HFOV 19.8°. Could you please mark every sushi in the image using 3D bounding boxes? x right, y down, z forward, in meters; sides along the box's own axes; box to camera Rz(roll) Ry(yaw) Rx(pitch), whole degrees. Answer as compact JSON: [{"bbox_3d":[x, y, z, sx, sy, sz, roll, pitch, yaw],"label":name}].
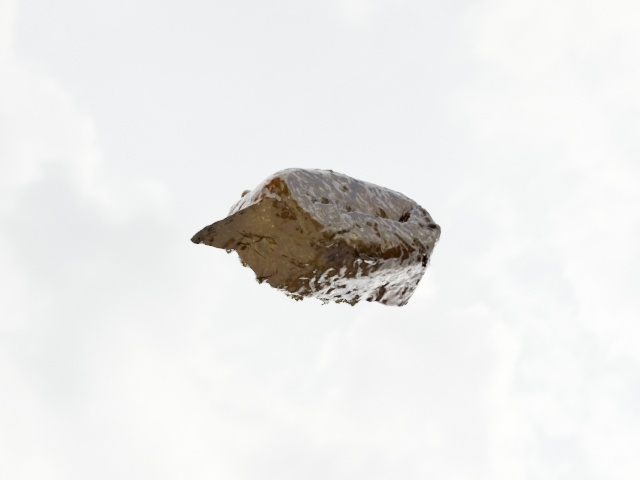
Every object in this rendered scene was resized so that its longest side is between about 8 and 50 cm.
[{"bbox_3d":[0.001,0.003,0.765,0.118,0.061,0.060,22,-50,-27],"label":"sushi"}]
